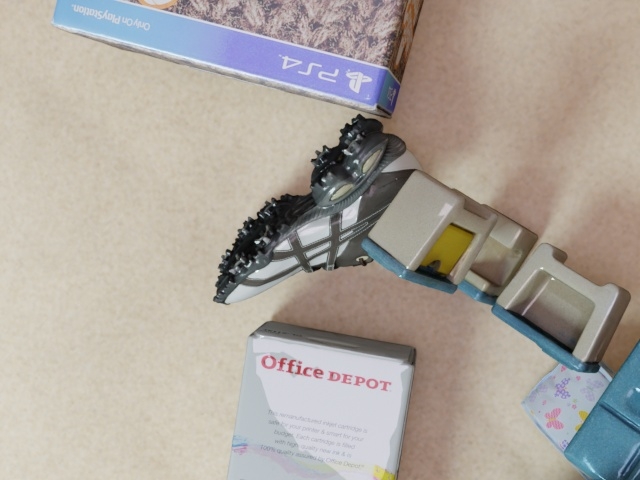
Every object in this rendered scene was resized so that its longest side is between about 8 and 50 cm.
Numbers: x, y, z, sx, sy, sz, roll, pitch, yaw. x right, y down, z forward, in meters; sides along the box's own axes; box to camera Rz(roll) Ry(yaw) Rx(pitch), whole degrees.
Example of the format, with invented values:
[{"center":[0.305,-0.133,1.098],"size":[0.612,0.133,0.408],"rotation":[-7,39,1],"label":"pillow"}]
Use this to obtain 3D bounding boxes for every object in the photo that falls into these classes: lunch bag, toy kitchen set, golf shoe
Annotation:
[{"center":[0.203,0.129,0.727],"size":[0.071,0.053,0.083],"rotation":[-48,62,9],"label":"lunch bag"},{"center":[0.139,0.066,0.649],"size":[0.207,0.166,0.122],"rotation":[36,100,32],"label":"toy kitchen set"},{"center":[0.000,0.000,0.732],"size":[0.094,0.077,0.198],"rotation":[38,119,-22],"label":"golf shoe"}]

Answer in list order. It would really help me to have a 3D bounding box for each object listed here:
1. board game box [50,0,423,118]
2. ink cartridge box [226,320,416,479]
[{"center":[-0.027,-0.257,0.682],"size":[0.232,0.141,0.291],"rotation":[15,96,7],"label":"board game box"},{"center":[0.000,0.160,0.748],"size":[0.127,0.072,0.175],"rotation":[10,96,8],"label":"ink cartridge box"}]
